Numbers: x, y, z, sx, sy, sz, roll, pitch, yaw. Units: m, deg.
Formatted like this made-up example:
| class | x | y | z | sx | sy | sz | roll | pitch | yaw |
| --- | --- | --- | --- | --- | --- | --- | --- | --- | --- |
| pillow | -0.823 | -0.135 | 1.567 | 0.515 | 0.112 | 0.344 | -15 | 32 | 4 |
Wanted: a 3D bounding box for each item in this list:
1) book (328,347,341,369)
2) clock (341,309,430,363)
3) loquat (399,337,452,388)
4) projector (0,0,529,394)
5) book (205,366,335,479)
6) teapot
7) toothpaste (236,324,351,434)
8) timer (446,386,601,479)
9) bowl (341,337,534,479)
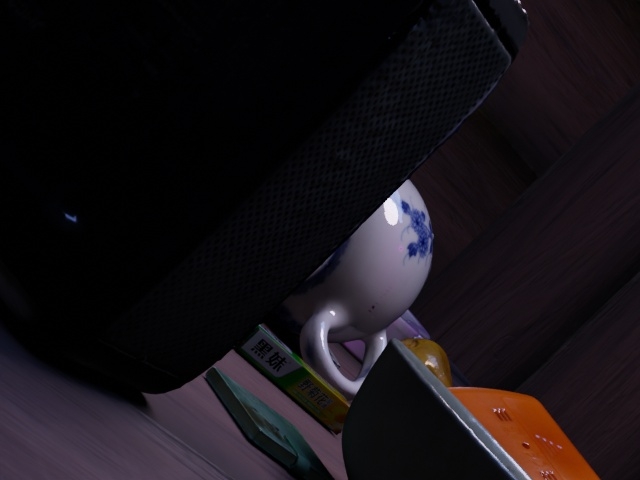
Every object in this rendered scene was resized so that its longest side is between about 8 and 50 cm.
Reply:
| class | x | y | z | sx | sy | sz | roll | pitch | yaw |
| --- | --- | --- | --- | --- | --- | --- | --- | --- | --- |
| book | -0.047 | 0.097 | 2.383 | 0.182 | 0.014 | 0.127 | 45 | 4 | -23 |
| clock | 0.049 | 0.093 | 2.851 | 0.338 | 0.102 | 0.338 | 47 | 4 | -4 |
| loquat | 0.146 | 0.212 | 2.595 | 0.137 | 0.113 | 0.137 | 57 | -13 | 21 |
| projector | -0.121 | -0.163 | 1.277 | 0.395 | 0.405 | 0.242 | 48 | 4 | 25 |
| book | -0.040 | 0.174 | 1.574 | 0.135 | 0.017 | 0.103 | 42 | 4 | -43 |
| teapot | 0.000 | 0.000 | 2.206 | 0.280 | 0.252 | 0.424 | 22 | 52 | -50 |
| toothpaste | -0.030 | 0.144 | 1.880 | 0.178 | 0.037 | 0.043 | 44 | 5 | -34 |
| timer | 0.193 | 0.293 | 2.045 | 0.250 | 0.161 | 0.257 | 15 | 29 | -42 |
| bowl | 0.114 | 0.241 | 1.599 | 0.289 | 0.146 | 0.289 | 46 | 2 | -2 |
